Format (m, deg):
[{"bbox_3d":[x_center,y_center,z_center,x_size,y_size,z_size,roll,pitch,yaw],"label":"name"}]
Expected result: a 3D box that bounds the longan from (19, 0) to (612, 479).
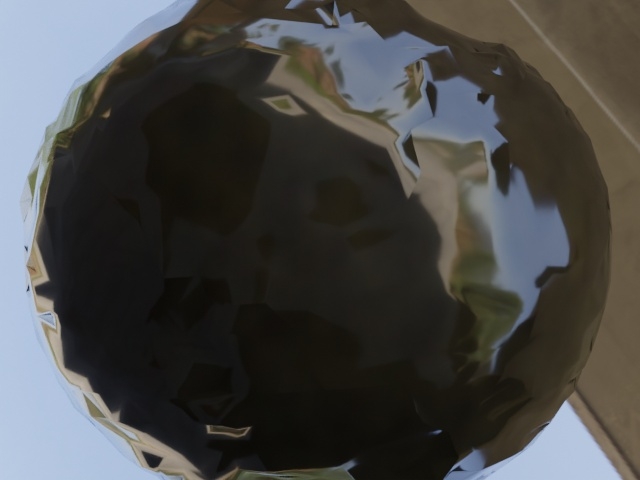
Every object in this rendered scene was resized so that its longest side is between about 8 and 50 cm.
[{"bbox_3d":[0.000,0.000,0.489,0.391,0.391,0.391,9,-75,39],"label":"longan"}]
